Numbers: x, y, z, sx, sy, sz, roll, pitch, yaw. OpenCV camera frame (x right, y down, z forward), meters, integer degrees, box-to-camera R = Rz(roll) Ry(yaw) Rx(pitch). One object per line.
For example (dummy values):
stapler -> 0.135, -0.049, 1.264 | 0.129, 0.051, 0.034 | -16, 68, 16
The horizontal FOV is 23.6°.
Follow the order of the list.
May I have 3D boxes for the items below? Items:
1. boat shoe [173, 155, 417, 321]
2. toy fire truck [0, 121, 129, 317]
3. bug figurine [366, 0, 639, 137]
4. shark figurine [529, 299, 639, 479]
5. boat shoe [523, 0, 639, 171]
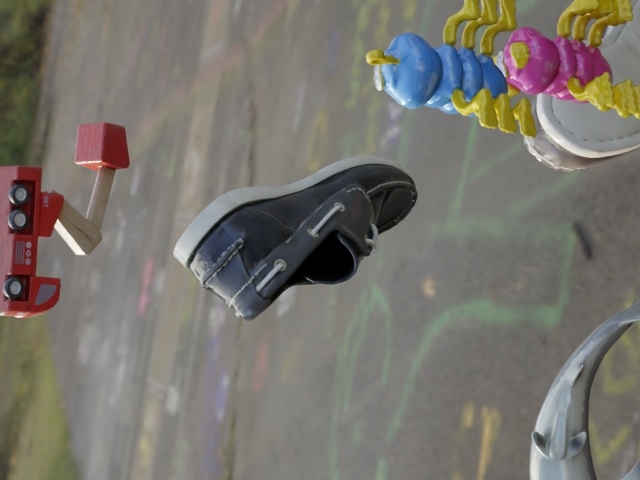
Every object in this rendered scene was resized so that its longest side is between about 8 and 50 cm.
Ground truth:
boat shoe -> 0.000, 0.000, 1.047 | 0.079, 0.233, 0.084 | 43, 122, 19
toy fire truck -> -0.252, -0.021, 1.459 | 0.047, 0.135, 0.192 | 0, 86, 44
bug figurine -> 0.101, -0.170, 0.912 | 0.072, 0.216, 0.279 | -27, 59, 45
shark figurine -> 0.199, 0.163, 1.127 | 0.116, 0.166, 0.278 | 35, -123, -67
boat shoe -> 0.257, -0.135, 1.426 | 0.097, 0.116, 0.324 | -46, 1, 38
